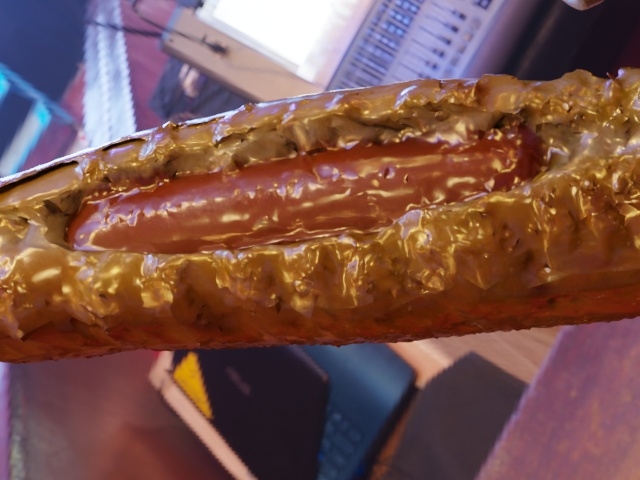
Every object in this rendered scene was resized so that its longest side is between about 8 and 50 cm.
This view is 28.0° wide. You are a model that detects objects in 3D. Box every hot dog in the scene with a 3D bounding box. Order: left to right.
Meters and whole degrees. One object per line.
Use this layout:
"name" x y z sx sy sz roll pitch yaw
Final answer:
"hot dog" 0.000 0.001 0.380 0.288 0.083 0.068 -9 58 16

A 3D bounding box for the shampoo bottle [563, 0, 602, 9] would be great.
"shampoo bottle" 0.189 -0.207 0.574 0.234 0.118 0.087 -36 89 7
